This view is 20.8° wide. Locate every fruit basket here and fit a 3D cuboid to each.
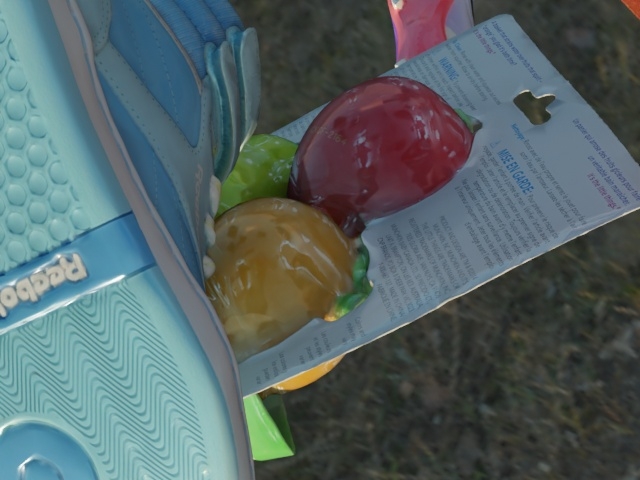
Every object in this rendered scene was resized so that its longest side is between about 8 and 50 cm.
[{"bbox_3d":[0.000,0.000,1.047,0.353,0.165,0.327,-22,26,0],"label":"fruit basket"}]

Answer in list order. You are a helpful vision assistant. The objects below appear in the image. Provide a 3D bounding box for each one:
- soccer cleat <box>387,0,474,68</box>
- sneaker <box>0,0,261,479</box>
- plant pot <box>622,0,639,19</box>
[{"bbox_3d":[0.107,-0.181,1.551,0.083,0.095,0.248,-11,50,19],"label":"soccer cleat"},{"bbox_3d":[-0.072,0.001,0.750,0.127,0.208,0.319,-15,95,25],"label":"sneaker"},{"bbox_3d":[0.237,-0.178,0.686,0.267,0.267,0.236,47,127,2],"label":"plant pot"}]
